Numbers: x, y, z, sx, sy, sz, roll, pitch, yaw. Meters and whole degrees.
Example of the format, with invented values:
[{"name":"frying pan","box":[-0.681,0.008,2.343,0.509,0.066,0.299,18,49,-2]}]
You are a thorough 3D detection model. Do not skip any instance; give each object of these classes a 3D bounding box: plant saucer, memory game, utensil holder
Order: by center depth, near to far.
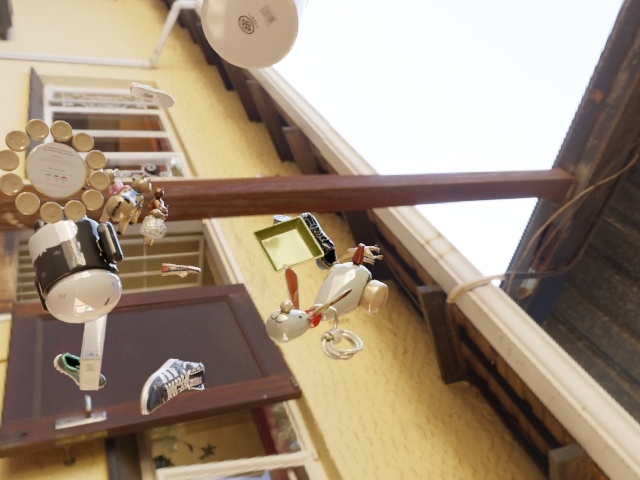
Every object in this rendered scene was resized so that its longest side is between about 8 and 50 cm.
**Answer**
[{"name":"memory game","box":[-0.455,-0.119,0.936,0.012,0.186,0.186,-11,-97,48]},{"name":"utensil holder","box":[-0.207,-0.788,1.801,0.385,0.328,0.327,-84,-169,-47]},{"name":"plant saucer","box":[-0.112,0.022,1.861,0.188,0.188,0.045,58,-24,29]}]

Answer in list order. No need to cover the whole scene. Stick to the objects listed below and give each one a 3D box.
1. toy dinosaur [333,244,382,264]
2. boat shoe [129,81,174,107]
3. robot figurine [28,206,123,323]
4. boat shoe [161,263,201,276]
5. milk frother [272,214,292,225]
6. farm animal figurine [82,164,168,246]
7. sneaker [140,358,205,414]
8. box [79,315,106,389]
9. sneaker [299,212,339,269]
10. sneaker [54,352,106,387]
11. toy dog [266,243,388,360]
[{"name":"toy dinosaur","box":[0.108,0.033,1.486,0.183,0.093,0.053,159,-63,-63]},{"name":"boat shoe","box":[-0.368,-0.320,1.191,0.035,0.100,0.035,-54,-135,30]},{"name":"robot figurine","box":[-0.574,0.058,1.281,0.278,0.174,0.209,61,-36,21]},{"name":"boat shoe","box":[-0.494,0.109,1.931,0.049,0.137,0.043,177,-81,-81]},{"name":"milk frother","box":[-0.111,-0.007,2.001,0.129,0.143,0.134,-128,-132,-64]},{"name":"farm animal figurine","box":[-0.689,-0.160,1.933,0.172,0.331,0.326,-59,-158,24]},{"name":"sneaker","box":[-0.488,0.492,1.848,0.282,0.153,0.099,-62,155,-70]},{"name":"box","box":[-0.654,0.242,1.589,0.232,0.059,0.321,122,-31,-49]},{"name":"sneaker","box":[0.000,0.000,2.013,0.090,0.081,0.232,-15,-78,56]},{"name":"sneaker","box":[-0.728,0.397,1.659,0.076,0.167,0.065,-40,-158,47]},{"name":"toy dog","box":[0.026,0.109,1.232,0.334,0.220,0.160,-43,141,-62]}]
